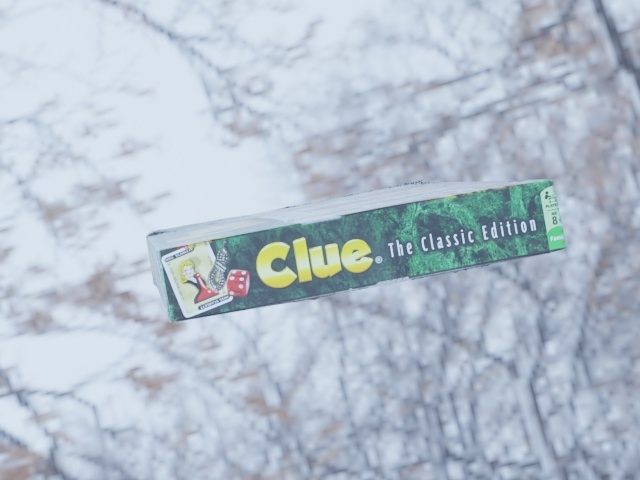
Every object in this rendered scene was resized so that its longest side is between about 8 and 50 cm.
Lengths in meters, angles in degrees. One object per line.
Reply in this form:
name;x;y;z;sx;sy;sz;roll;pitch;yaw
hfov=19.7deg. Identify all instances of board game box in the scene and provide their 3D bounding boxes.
board game box;0.000;0.000;0.730;0.260;0.136;0.030;-168;65;-83
